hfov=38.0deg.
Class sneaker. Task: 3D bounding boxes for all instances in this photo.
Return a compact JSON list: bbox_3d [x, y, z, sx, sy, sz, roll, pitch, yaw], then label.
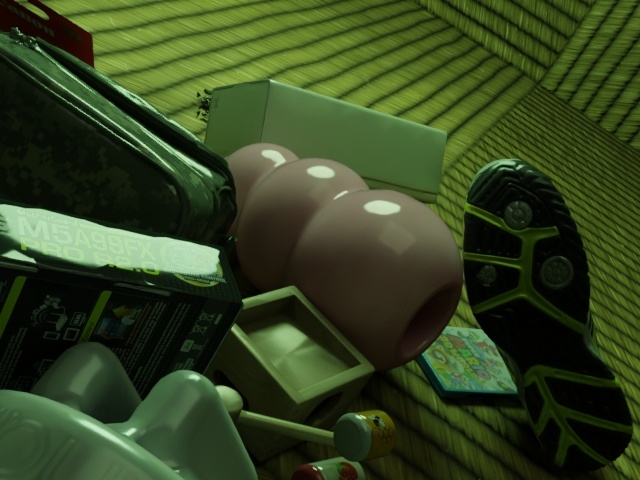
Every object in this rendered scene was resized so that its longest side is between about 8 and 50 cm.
[{"bbox_3d":[0.250,0.086,1.109,0.147,0.145,0.384,-99,172,-76],"label":"sneaker"}]

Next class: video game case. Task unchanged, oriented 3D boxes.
[{"bbox_3d":[0.187,0.154,1.188,0.166,0.015,0.119,9,34,-37],"label":"video game case"}]

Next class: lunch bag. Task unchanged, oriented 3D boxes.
[{"bbox_3d":[-0.243,-0.059,0.915,0.305,0.212,0.256,35,11,4],"label":"lunch bag"}]

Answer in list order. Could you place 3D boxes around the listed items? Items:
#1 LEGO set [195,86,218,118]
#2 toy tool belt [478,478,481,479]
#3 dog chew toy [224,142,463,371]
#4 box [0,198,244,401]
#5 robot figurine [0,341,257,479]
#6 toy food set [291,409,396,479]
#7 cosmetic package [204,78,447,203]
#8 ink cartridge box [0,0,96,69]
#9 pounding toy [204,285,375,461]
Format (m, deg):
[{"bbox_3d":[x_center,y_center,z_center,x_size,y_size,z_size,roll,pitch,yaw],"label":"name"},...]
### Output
[{"bbox_3d":[-0.170,-0.205,1.421,0.054,0.023,0.083,32,40,5],"label":"LEGO set"},{"bbox_3d":[0.156,0.269,0.942,0.083,0.052,0.051,29,-4,-12],"label":"toy tool belt"},{"bbox_3d":[0.000,0.000,1.068,0.332,0.206,0.207,38,27,29],"label":"dog chew toy"},{"bbox_3d":[-0.204,0.101,0.600,0.216,0.270,0.060,13,32,-31],"label":"box"},{"bbox_3d":[-0.167,0.217,0.456,0.300,0.199,0.353,7,47,30],"label":"robot figurine"},{"bbox_3d":[0.020,0.256,0.727,0.105,0.111,0.232,1,71,-44],"label":"toy food set"},{"bbox_3d":[0.009,-0.132,1.308,0.310,0.113,0.160,9,-2,-34],"label":"cosmetic package"},{"bbox_3d":[-0.345,-0.211,1.055,0.189,0.066,0.232,31,-14,-1],"label":"ink cartridge box"},{"bbox_3d":[-0.050,0.151,0.865,0.181,0.094,0.206,44,31,23],"label":"pounding toy"}]
